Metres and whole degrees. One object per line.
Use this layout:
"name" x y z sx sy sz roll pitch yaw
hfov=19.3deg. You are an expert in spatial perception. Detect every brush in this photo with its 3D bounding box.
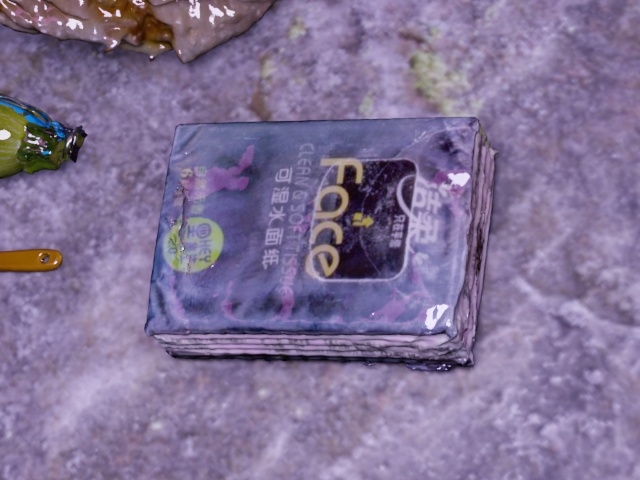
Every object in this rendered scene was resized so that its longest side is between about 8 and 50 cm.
"brush" -0.279 0.017 1.467 0.170 0.014 0.043 -2 66 18

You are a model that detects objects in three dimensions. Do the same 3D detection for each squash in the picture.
"squash" -0.329 -0.093 1.499 0.332 0.087 0.087 11 69 23

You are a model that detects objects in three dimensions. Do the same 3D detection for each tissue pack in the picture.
"tissue pack" 0.000 0.000 1.344 0.236 0.073 0.173 1 66 20

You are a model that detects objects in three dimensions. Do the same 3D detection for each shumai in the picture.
"shumai" -0.184 -0.295 1.509 0.346 0.217 0.283 12 22 -9
